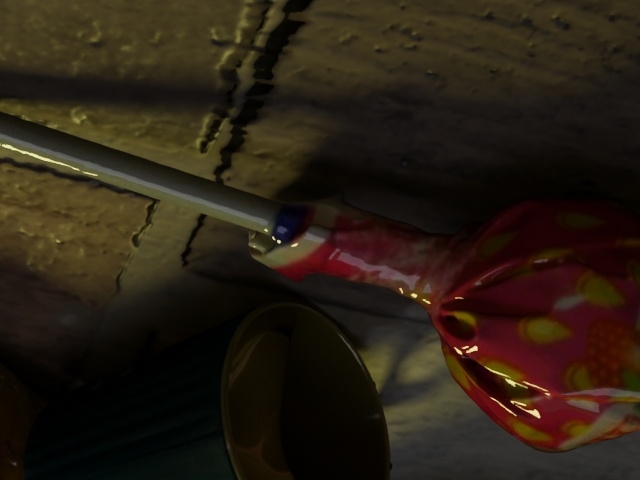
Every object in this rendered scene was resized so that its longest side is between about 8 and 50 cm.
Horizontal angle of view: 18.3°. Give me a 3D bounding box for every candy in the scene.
[{"bbox_3d":[0.000,0.000,0.904,0.365,0.124,0.124,17,142,-6],"label":"candy"}]

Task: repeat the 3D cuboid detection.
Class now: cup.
[{"bbox_3d":[-0.051,0.114,1.043,0.155,0.131,0.176,-19,164,33],"label":"cup"}]

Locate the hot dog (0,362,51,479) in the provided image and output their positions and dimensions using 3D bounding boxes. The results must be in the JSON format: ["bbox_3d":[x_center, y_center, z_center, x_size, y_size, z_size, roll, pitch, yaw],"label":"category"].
[{"bbox_3d":[-0.142,0.138,1.108,0.061,0.088,0.286,-13,147,30],"label":"hot dog"}]
